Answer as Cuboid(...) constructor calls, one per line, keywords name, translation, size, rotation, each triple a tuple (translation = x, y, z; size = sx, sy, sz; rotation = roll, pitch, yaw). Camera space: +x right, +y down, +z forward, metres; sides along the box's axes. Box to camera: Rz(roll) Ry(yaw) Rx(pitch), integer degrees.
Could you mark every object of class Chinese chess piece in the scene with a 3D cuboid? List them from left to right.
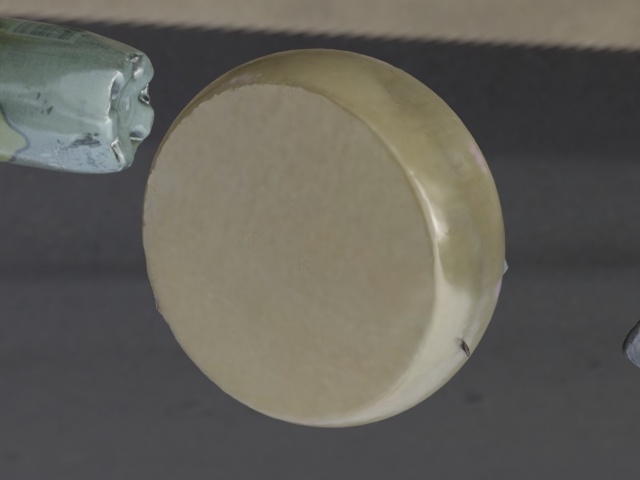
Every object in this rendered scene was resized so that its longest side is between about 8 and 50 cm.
Cuboid(name="Chinese chess piece", translation=(0.000, 0.000, 1.366), size=(0.273, 0.273, 0.102), rotation=(-34, 173, 35))

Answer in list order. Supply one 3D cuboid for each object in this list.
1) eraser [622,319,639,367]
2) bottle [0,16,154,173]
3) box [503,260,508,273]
Cuboid(name="eraser", translation=(0.282, 0.065, 1.265), size=(0.089, 0.061, 0.352), rotation=(-49, 158, 13))
Cuboid(name="bottle", translation=(-0.230, -0.093, 1.128), size=(0.270, 0.083, 0.083), rotation=(9, 158, 17))
Cuboid(name="box", translation=(0.106, -0.015, 2.098), size=(0.086, 0.129, 0.225), rotation=(10, 138, 39))
